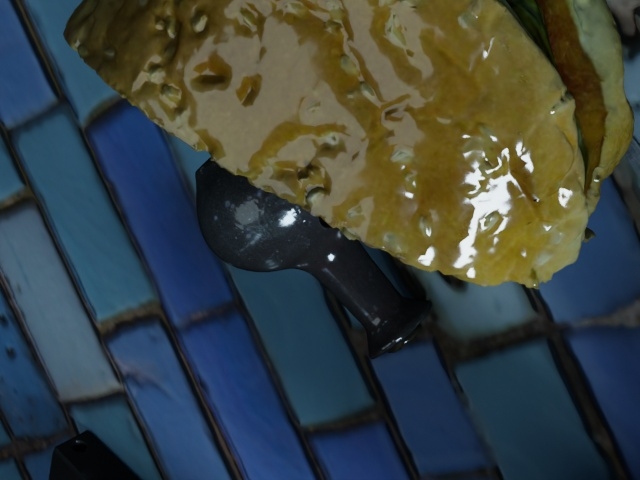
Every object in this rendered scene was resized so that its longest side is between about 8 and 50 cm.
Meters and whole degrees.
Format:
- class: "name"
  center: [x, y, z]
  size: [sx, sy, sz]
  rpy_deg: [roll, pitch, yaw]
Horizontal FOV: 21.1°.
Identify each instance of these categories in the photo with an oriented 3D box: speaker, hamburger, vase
- class: "speaker"
  center: [-0.158, 0.268, 1.531]
  size: [0.218, 0.044, 0.082]
  rpy_deg: [40, 136, 26]
- class: "hamburger"
  center: [0.026, -0.133, 0.958]
  size: [0.330, 0.162, 0.209]
  rpy_deg: [27, 114, 14]
- class: "vase"
  center: [0.000, 0.000, 1.163]
  size: [0.183, 0.120, 0.120]
  rpy_deg: [49, 142, -7]

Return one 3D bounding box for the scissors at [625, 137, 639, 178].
- class: "scissors"
  center: [0.216, 0.001, 0.991]
  size: [0.189, 0.015, 0.100]
  rpy_deg: [56, 143, 10]
